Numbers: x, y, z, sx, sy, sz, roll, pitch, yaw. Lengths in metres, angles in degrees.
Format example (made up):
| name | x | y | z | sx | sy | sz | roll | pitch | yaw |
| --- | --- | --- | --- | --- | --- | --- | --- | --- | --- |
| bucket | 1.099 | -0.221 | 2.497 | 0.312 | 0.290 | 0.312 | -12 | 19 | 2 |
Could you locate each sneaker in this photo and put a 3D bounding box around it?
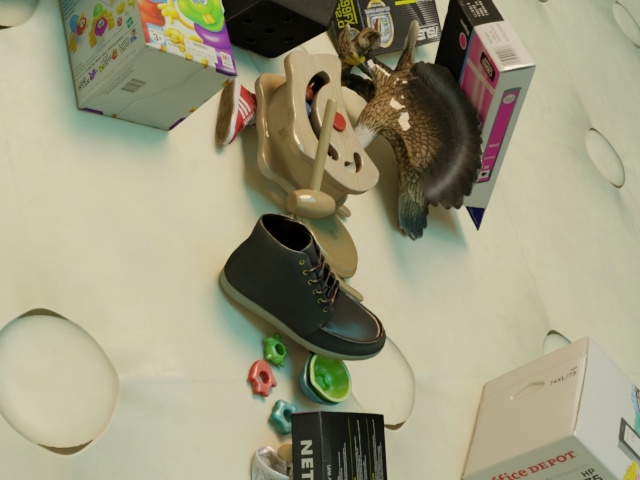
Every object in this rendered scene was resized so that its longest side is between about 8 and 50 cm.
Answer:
| name | x | y | z | sx | sy | sz | roll | pitch | yaw |
| --- | --- | --- | --- | --- | --- | --- | --- | --- | --- |
| sneaker | -0.103 | -0.163 | 1.398 | 0.067 | 0.042 | 0.118 | 30 | 42 | -27 |
| sneaker | -0.003 | 0.060 | 1.237 | 0.222 | 0.118 | 0.083 | 27 | 42 | -10 |

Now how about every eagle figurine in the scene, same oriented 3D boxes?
| name | x | y | z | sx | sy | sz | roll | pitch | yaw |
| --- | --- | --- | --- | --- | --- | --- | --- | --- | --- |
| eagle figurine | 0.123 | -0.170 | 1.551 | 0.298 | 0.225 | 0.226 | 47 | 25 | 4 |

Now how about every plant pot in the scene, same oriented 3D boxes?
| name | x | y | z | sx | sy | sz | roll | pitch | yaw |
| --- | --- | --- | --- | --- | --- | --- | --- | --- | --- |
| plant pot | -0.076 | -0.372 | 1.480 | 0.187 | 0.188 | 0.167 | 16 | 66 | -43 |

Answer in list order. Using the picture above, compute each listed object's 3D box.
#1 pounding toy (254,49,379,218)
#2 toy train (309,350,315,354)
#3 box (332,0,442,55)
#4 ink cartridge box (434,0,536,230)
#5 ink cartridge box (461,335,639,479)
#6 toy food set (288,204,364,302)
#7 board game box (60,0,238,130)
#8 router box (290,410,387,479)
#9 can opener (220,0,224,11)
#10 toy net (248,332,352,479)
| name | x | y | z | sx | sy | sz | roll | pitch | yaw |
| --- | --- | --- | --- | --- | --- | --- | --- | --- | --- |
| pounding toy | 0.019 | -0.138 | 1.363 | 0.154 | 0.155 | 0.269 | 19 | 55 | -38 |
| toy train | -0.030 | 0.074 | 1.321 | 0.036 | 0.027 | 0.158 | -22 | 82 | -57 |
| box | 0.104 | -0.427 | 1.757 | 0.270 | 0.060 | 0.216 | -24 | 102 | -53 |
| ink cartridge box | 0.222 | -0.187 | 1.568 | 0.069 | 0.371 | 0.175 | -13 | 55 | -13 |
| ink cartridge box | 0.371 | 0.317 | 1.461 | 0.270 | 0.198 | 0.197 | 45 | 39 | -15 |
| toy food set | 0.000 | 0.000 | 1.409 | 0.132 | 0.038 | 0.192 | 38 | 29 | -32 |
| board game box | -0.222 | -0.298 | 1.274 | 0.142 | 0.144 | 0.275 | 10 | 58 | -46 |
| router box | 0.025 | 0.284 | 1.169 | 0.133 | 0.046 | 0.179 | 17 | 66 | -52 |
| can opener | -0.205 | -0.402 | 1.428 | 0.093 | 0.074 | 0.280 | 2 | 62 | -47 |
| toy net | -0.036 | 0.211 | 1.198 | 0.122 | 0.045 | 0.232 | 41 | 40 | -22 |
